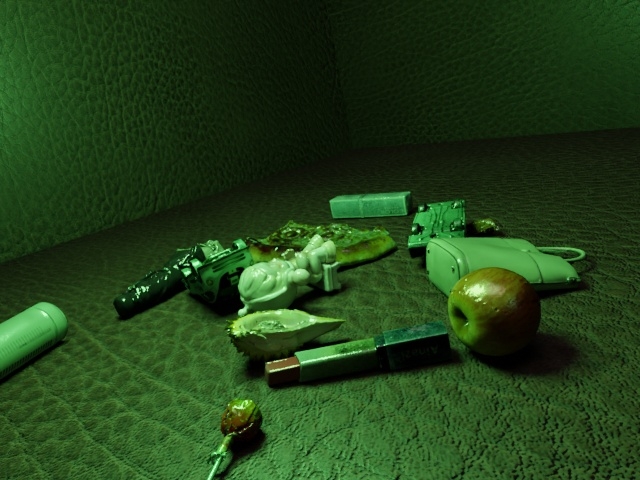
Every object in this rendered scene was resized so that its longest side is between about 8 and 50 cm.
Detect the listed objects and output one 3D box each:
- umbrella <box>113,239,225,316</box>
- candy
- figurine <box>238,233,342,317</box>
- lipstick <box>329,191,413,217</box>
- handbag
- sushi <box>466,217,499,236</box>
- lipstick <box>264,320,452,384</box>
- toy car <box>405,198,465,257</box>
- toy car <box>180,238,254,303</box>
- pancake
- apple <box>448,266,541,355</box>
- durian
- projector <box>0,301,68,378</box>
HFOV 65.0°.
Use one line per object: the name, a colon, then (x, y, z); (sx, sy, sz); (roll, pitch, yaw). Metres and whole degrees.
umbrella: (-0.414, 0.092, 1.389); (0.113, 0.106, 0.357); (-23, 7, 44)
candy: (-0.130, 0.287, 0.658); (0.060, 0.061, 0.201); (-6, 25, 20)
figurine: (-0.086, 0.091, 1.141); (0.256, 0.145, 0.182); (-19, 38, -30)
lipstick: (0.177, -0.122, 1.749); (0.289, 0.078, 0.076); (0, 19, 32)
handbag: (0.393, 0.056, 1.043); (0.315, 0.110, 0.241); (0, 16, -8)
sushi: (0.430, -0.032, 1.330); (0.050, 0.047, 0.099); (-9, -5, -33)
lipstick: (0.054, 0.192, 0.826); (0.311, 0.051, 0.051); (-12, 18, 4)
toy car: (0.307, -0.030, 1.306); (0.141, 0.097, 0.321); (-7, 18, 19)
toy car: (-0.254, 0.091, 1.255); (0.136, 0.125, 0.306); (-25, -2, -26)
pancake: (-0.003, 0.002, 1.405); (0.426, 0.067, 0.305); (3, 26, 20)
apple: (0.277, 0.110, 0.792); (0.146, 0.147, 0.146); (-11, 16, 3)
durian: (-0.062, 0.176, 0.930); (0.224, 0.079, 0.140); (-2, 4, -3)
projector: (-0.702, 0.249, 1.066); (0.108, 0.108, 0.337); (-5, 17, 21)
